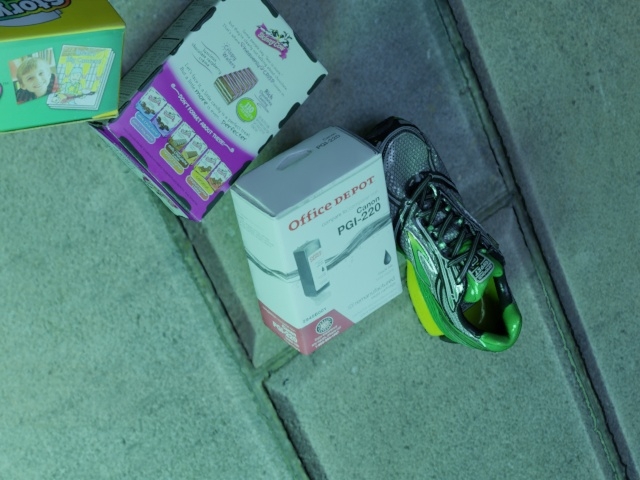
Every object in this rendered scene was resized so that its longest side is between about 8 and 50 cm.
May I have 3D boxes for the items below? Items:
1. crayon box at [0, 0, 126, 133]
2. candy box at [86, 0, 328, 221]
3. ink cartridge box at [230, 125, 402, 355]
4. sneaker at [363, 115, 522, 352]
[{"bbox_3d":[-0.397,-0.204,1.113,0.363,0.313,0.106,-13,136,-30],"label":"crayon box"},{"bbox_3d":[-0.124,-0.160,1.437,0.233,0.071,0.159,-50,121,-14],"label":"candy box"},{"bbox_3d":[0.000,0.000,1.496,0.159,0.092,0.217,-32,132,-23],"label":"ink cartridge box"},{"bbox_3d":[0.157,-0.007,1.596,0.134,0.146,0.343,-41,117,-19],"label":"sneaker"}]
